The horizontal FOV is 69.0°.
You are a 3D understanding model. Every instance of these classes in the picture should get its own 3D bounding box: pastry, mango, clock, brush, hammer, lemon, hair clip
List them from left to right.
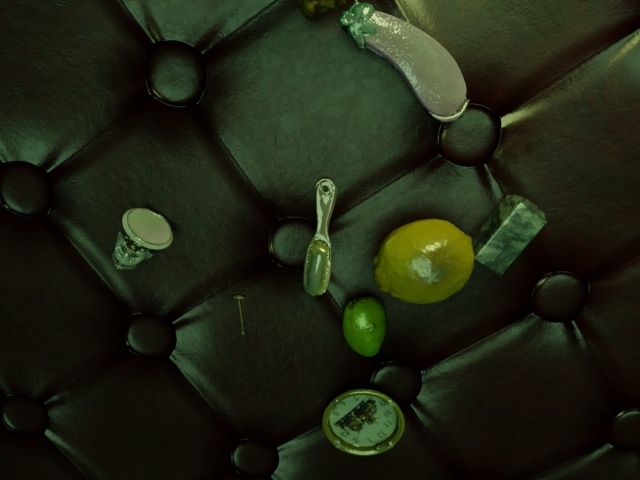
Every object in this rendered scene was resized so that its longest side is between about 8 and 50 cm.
[{"bbox_3d":[-0.217,0.204,1.269,0.029,0.014,0.123,1,111,11],"label":"hammer"},{"bbox_3d":[-0.013,-0.544,0.930,0.103,0.189,0.189,-19,106,3],"label":"pastry"},{"bbox_3d":[0.002,0.001,1.170,0.072,0.067,0.313,7,106,1],"label":"brush"},{"bbox_3d":[0.122,0.512,1.334,0.237,0.057,0.237,1,110,3],"label":"clock"},{"bbox_3d":[0.119,0.231,1.221,0.119,0.100,0.178,-10,115,3],"label":"mango"},{"bbox_3d":[0.198,-0.401,1.030,0.358,0.110,0.095,31,147,-12],"label":"hair clip"},{"bbox_3d":[0.245,0.050,1.106,0.260,0.204,0.204,-21,107,-6],"label":"lemon"}]

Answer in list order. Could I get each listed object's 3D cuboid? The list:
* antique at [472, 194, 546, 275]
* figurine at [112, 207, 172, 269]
[{"bbox_3d":[0.452,-0.019,1.133,0.086,0.088,0.183,33,106,-9],"label":"antique"},{"bbox_3d":[-0.461,0.009,1.169,0.132,0.132,0.153,41,119,-11],"label":"figurine"}]
